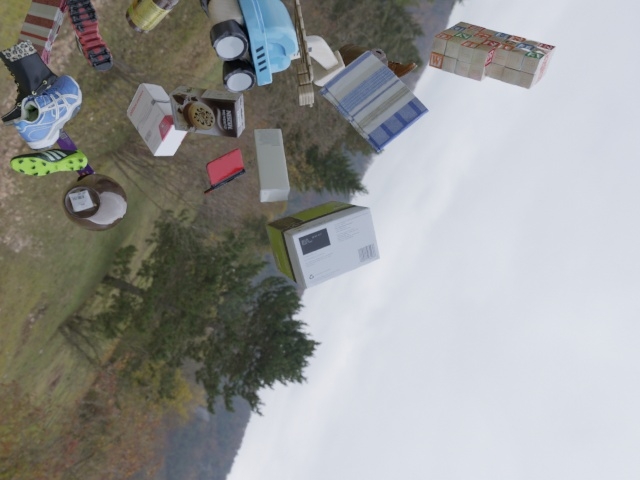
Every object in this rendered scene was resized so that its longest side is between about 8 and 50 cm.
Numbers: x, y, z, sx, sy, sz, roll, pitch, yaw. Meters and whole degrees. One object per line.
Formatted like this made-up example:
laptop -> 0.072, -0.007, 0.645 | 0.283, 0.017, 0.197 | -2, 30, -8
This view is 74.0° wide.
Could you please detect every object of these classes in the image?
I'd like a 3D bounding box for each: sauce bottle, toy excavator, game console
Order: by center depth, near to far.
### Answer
toy excavator -> -0.128, -0.649, 1.420 | 0.433, 0.445, 0.222 | 89, -15, -70
game console -> -0.333, -0.232, 1.433 | 0.144, 0.085, 0.124 | -37, -164, -35
sauce bottle -> -0.602, -0.906, 1.588 | 0.344, 0.111, 0.111 | -15, -142, 38

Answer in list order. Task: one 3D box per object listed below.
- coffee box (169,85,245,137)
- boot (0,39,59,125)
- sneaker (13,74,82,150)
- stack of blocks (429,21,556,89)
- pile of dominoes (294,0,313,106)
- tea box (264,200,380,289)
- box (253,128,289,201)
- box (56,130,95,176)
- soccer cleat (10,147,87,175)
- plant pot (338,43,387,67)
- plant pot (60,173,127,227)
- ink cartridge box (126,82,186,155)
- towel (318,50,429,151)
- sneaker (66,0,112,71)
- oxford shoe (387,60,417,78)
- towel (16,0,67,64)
coffee box -> -0.497, -0.571, 1.888 | 0.119, 0.297, 0.168 | -74, 170, -51
boot -> -0.893, -0.464, 1.267 | 0.236, 0.179, 0.085 | -24, -151, 8
sneaker -> -0.627, -0.311, 0.985 | 0.081, 0.080, 0.211 | 72, 23, -60
stack of blocks -> 0.494, -0.537, 1.237 | 0.171, 0.297, 0.087 | -41, 148, -33
pile of dominoes -> -0.058, -0.483, 1.096 | 0.196, 0.040, 0.251 | 97, -17, -82
tea box -> 0.000, 0.000, 1.679 | 0.323, 0.329, 0.220 | 25, -48, 63
box -> -0.190, -0.289, 1.622 | 0.094, 0.113, 0.275 | 112, -27, -64
box -> -0.995, -0.293, 1.784 | 0.057, 0.293, 0.201 | -34, 154, -22
soccer cleat -> -0.727, -0.215, 1.139 | 0.179, 0.072, 0.060 | -13, 139, -41
plant pot -> 0.166, -0.685, 1.671 | 0.165, 0.167, 0.167 | 30, -87, 51
plant pot -> -0.799, -0.132, 1.471 | 0.215, 0.215, 0.230 | -63, -163, -4
ink cartridge box -> -0.786, -0.582, 2.054 | 0.207, 0.283, 0.117 | -44, 165, 31
towel -> 0.159, -0.427, 1.297 | 0.209, 0.285, 0.034 | -40, 168, -3
sneaker -> -0.876, -0.783, 1.591 | 0.097, 0.135, 0.276 | -29, 130, -28
oxford shoe -> 0.316, -0.730, 1.811 | 0.076, 0.076, 0.212 | -45, -149, -25
towel -> -1.055, -0.846, 1.623 | 0.037, 0.237, 0.329 | 16, 98, -61
